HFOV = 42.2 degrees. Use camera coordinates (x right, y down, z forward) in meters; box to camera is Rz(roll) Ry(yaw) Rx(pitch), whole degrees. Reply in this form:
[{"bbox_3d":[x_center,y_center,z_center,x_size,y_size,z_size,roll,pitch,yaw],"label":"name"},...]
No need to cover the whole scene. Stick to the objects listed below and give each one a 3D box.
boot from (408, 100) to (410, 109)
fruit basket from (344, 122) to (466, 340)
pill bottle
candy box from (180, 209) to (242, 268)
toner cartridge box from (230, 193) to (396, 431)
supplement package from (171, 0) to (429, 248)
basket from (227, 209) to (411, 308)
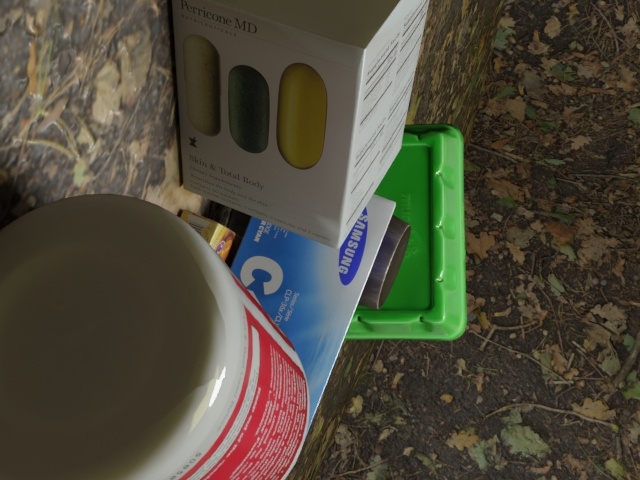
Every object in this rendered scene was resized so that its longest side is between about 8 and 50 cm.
[{"bbox_3d":[0.113,-0.220,1.569,0.219,0.106,0.082,77,36,-68],"label":"boot"},{"bbox_3d":[0.103,-0.013,1.414,0.392,0.283,0.391,-1,90,-83],"label":"fruit basket"},{"bbox_3d":[-0.137,0.137,0.750,0.229,0.229,0.407,-66,162,-16],"label":"pill bottle"},{"bbox_3d":[-0.163,0.065,0.995,0.109,0.053,0.186,45,65,-77],"label":"candy box"},{"bbox_3d":[-0.045,0.086,1.043,0.075,0.165,0.347,125,-14,-84],"label":"toner cartridge box"},{"bbox_3d":[-0.019,-0.172,0.878,0.262,0.199,0.198,97,20,-48],"label":"supplement package"},{"bbox_3d":[0.000,0.000,1.174,0.154,0.227,0.204,-12,122,-75],"label":"basket"}]
